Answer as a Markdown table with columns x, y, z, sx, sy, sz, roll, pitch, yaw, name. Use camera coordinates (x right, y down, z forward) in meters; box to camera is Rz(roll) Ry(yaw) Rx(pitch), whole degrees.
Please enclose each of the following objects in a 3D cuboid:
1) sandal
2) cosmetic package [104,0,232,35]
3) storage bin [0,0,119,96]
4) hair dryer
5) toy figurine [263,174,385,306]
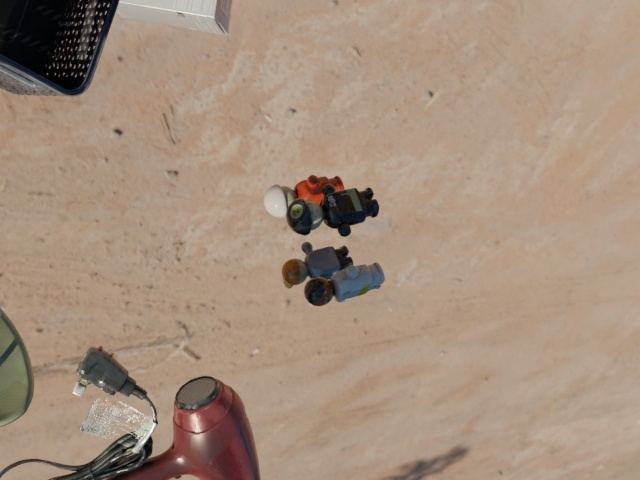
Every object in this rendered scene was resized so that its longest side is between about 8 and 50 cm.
| x | y | z | sx | sy | sz | roll | pitch | yaw | name |
| --- | --- | --- | --- | --- | --- | --- | --- | --- | --- |
| -0.414 | 0.071 | 0.746 | 0.120 | 0.302 | 0.086 | -22 | -174 | -25 | sandal |
| -0.307 | -0.494 | 1.368 | 0.238 | 0.107 | 0.127 | 8 | -178 | 6 | cosmetic package |
| -0.240 | -0.220 | 0.557 | 0.122 | 0.084 | 0.180 | 26 | 76 | -53 | storage bin |
| -0.178 | 0.241 | 0.745 | 0.294 | 0.080 | 0.223 | 29 | 103 | -25 | hair dryer |
| 0.000 | 0.000 | 1.150 | 0.148 | 0.213 | 0.209 | -13 | 110 | -19 | toy figurine |
